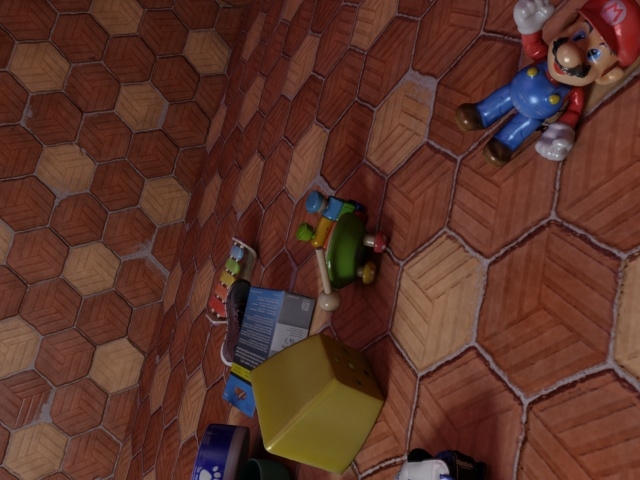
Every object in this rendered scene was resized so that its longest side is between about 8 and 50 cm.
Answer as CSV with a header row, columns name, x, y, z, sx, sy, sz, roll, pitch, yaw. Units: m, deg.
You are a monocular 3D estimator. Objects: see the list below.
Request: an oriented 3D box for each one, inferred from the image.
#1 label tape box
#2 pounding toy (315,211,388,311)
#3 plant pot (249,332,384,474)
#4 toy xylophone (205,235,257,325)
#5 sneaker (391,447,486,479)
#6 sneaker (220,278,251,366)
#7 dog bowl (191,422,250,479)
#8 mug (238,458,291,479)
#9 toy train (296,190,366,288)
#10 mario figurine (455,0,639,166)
name,x,y,z,sx,sy,sz,roll,pitch,yaw
label tape box,-0.146,0.303,1.531,0.241,0.106,0.333,-2,73,62
pounding toy,0.083,0.045,1.250,0.237,0.110,0.182,-50,-34,-53
plant pot,0.005,0.321,1.154,0.187,0.212,0.212,-48,33,15
toy xylophone,-0.324,0.146,1.985,0.236,0.081,0.322,1,75,62
sneaker,0.189,0.420,0.815,0.182,0.128,0.315,-68,26,12
sneaker,-0.228,0.264,1.732,0.163,0.107,0.281,-1,83,56
dog bowl,-0.256,0.611,1.421,0.265,0.104,0.264,7,-90,-89
mug,-0.123,0.601,1.314,0.129,0.098,0.158,-65,29,13
toy train,0.000,0.000,1.405,0.247,0.144,0.105,-66,27,11
mario figurine,0.349,-0.253,0.875,0.320,0.198,0.170,-45,24,48
